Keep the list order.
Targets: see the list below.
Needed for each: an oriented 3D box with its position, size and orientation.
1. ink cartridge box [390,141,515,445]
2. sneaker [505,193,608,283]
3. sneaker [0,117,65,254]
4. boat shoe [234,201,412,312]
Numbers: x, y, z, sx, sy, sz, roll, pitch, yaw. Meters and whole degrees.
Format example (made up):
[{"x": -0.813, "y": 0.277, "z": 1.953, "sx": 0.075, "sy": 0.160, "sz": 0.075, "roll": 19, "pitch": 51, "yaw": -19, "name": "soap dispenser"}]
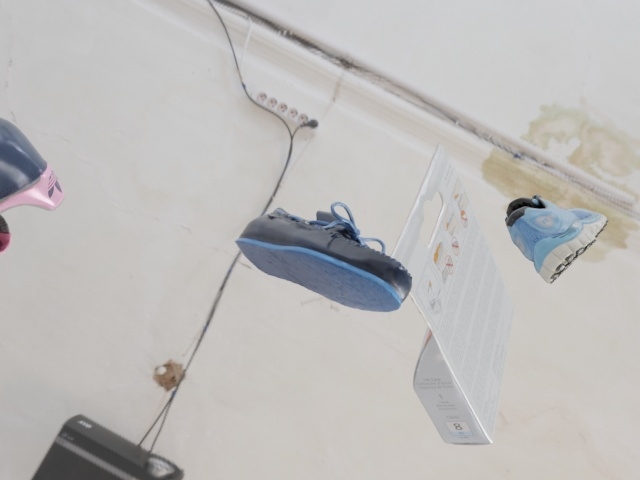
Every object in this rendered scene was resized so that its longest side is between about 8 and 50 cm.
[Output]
[{"x": 0.199, "y": 0.086, "z": 0.989, "sx": 0.385, "sy": 0.091, "sz": 0.308, "roll": 58, "pitch": -141, "yaw": -26, "name": "ink cartridge box"}, {"x": 0.204, "y": -0.016, "z": 0.543, "sx": 0.073, "sy": 0.162, "sz": 0.063, "roll": 45, "pitch": -68, "yaw": 15, "name": "sneaker"}, {"x": -0.401, "y": -0.007, "z": 0.622, "sx": 0.318, "sy": 0.112, "sz": 0.131, "roll": -29, "pitch": -56, "yaw": 22, "name": "sneaker"}, {"x": 0.000, "y": 0.000, "z": 0.675, "sx": 0.258, "sy": 0.109, "sz": 0.089, "roll": 20, "pitch": -119, "yaw": 42, "name": "boat shoe"}]
